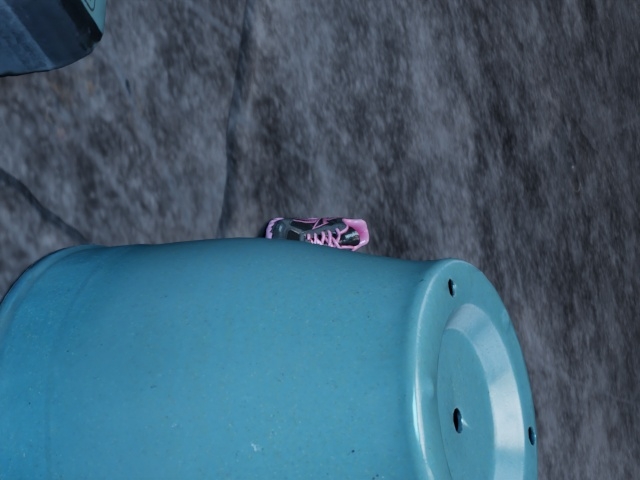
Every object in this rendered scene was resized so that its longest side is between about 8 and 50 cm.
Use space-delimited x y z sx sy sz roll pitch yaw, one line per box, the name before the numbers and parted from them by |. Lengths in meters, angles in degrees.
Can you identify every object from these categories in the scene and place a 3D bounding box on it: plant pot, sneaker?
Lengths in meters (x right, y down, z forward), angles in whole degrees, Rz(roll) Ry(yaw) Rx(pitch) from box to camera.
plant pot | -0.019 0.117 0.951 0.271 0.255 0.272 35 49 -56
sneaker | 0.000 0.000 1.261 0.119 0.057 0.047 -19 100 -63

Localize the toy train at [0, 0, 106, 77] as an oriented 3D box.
toy train | -0.190 -0.222 0.789 0.334 0.142 0.190 64 23 -65
